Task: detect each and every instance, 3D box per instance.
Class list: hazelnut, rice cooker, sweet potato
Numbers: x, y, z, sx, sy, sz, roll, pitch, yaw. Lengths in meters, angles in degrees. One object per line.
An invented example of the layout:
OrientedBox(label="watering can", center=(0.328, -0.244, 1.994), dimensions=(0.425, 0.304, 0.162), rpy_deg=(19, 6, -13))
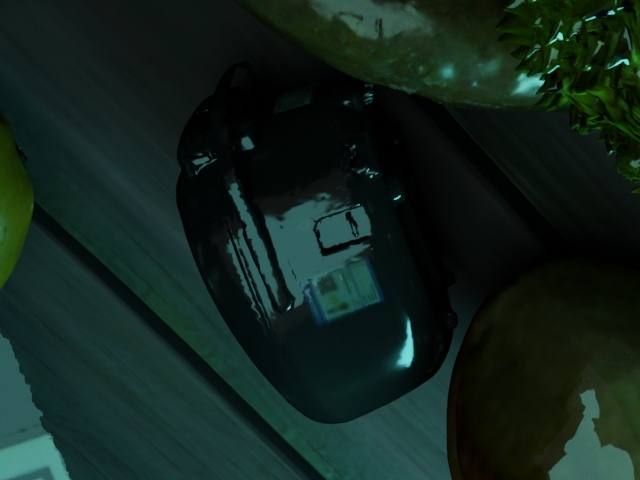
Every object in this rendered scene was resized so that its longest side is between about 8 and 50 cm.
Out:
OrientedBox(label="hazelnut", center=(0.149, 0.091, 0.729), dimensions=(0.182, 0.182, 0.182), rpy_deg=(8, 122, 12))
OrientedBox(label="rice cooker", center=(-0.001, -0.001, 0.726), dimensions=(0.118, 0.142, 0.203), rpy_deg=(-19, 115, 12))
OrientedBox(label="sweet potato", center=(0.038, -0.120, 0.669), dimensions=(0.292, 0.097, 0.097), rpy_deg=(30, 124, -5))

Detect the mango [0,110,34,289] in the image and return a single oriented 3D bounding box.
OrientedBox(label="mango", center=(-0.261, 0.002, 0.786), dimensions=(0.151, 0.120, 0.221), rpy_deg=(32, 106, -23))

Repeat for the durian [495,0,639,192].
OrientedBox(label="durian", center=(0.216, -0.088, 0.540), dimensions=(0.291, 0.224, 0.291), rpy_deg=(5, 163, 1))

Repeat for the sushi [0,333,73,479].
OrientedBox(label="sushi", center=(-0.329, 0.120, 0.925), dimensions=(0.296, 0.100, 0.373), rpy_deg=(-21, 100, 5))
